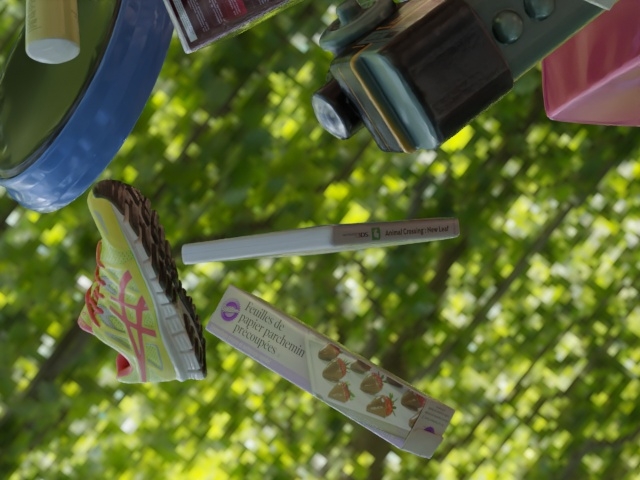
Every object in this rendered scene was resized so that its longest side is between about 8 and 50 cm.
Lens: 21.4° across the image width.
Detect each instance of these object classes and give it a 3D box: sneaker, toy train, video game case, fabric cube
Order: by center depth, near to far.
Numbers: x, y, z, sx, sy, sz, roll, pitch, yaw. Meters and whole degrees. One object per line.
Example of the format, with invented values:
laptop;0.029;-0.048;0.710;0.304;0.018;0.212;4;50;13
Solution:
sneaker;-0.164;0.045;1.415;0.081;0.094;0.208;-94;-12;-58
toy train;0.145;-0.196;1.481;0.142;0.334;0.190;58;163;-17
video game case;0.000;0.000;1.717;0.212;0.023;0.193;-7;178;43
fabric cube;0.398;-0.277;1.819;0.254;0.259;0.258;0;169;-17

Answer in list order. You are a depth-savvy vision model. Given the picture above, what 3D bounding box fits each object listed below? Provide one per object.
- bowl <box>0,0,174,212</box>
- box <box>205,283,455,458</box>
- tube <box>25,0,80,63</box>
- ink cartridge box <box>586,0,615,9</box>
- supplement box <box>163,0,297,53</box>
bowl;-0.327;-0.228;2.252;0.077;0.391;0.391;26;-170;-29
box;0.007;0.143;1.894;0.324;0.063;0.067;28;179;38
tube;-0.306;-0.320;1.931;0.062;0.070;0.240;29;-131;-54
ink cartridge box;0.210;-0.277;1.236;0.082;0.191;0.139;42;-160;29
supplement box;-0.079;-0.298;1.803;0.239;0.073;0.130;-17;97;52
